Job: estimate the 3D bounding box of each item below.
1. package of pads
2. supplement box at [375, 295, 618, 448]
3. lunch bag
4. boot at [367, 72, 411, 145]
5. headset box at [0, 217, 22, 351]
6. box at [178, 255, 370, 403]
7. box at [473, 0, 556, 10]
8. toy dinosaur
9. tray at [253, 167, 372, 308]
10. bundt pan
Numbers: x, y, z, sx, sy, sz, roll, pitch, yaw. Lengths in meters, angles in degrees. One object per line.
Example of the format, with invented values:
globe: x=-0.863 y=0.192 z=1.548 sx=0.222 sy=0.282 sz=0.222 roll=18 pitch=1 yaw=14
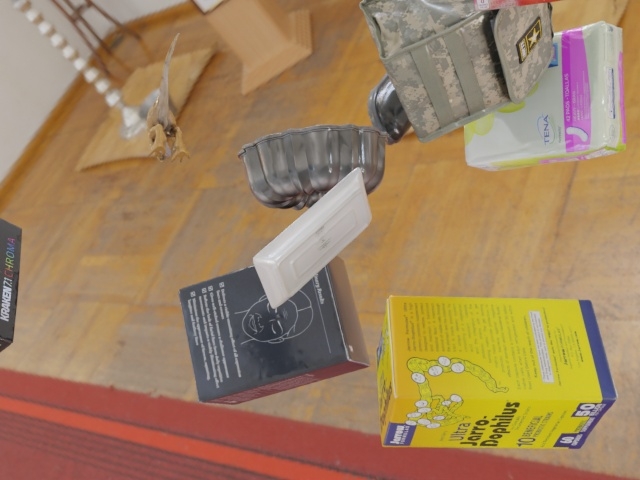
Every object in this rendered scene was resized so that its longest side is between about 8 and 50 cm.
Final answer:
package of pads: x=0.401 y=-0.250 z=1.445 sx=0.296 sy=0.101 sz=0.229 roll=-2 pitch=90 yaw=45
supplement box: x=0.284 y=0.229 z=1.355 sx=0.356 sy=0.194 sz=0.195 roll=1 pitch=52 yaw=-2
lunch bag: x=0.244 y=-0.322 z=1.279 sx=0.287 sy=0.235 sz=0.169 roll=-23 pitch=56 yaw=10
boot: x=0.353 y=-0.475 z=2.125 sx=0.445 sy=0.146 sz=0.367 roll=-26 pitch=31 yaw=35
headset box: x=-0.623 y=0.040 z=1.208 sx=0.131 sy=0.283 sz=0.246 roll=-34 pitch=46 yaw=23
box: x=-0.115 y=0.218 z=1.972 sx=0.395 sy=0.212 sz=0.294 roll=-18 pitch=72 yaw=14
box: x=0.325 y=-0.401 z=1.038 sx=0.257 sy=0.128 sz=0.123 roll=0 pitch=47 yaw=24
toy dinosaur: x=-0.226 y=-0.174 z=1.117 sx=0.211 sy=0.064 sz=0.112 roll=117 pitch=137 yaw=-54
tray: x=0.000 y=0.000 z=1.421 sx=0.030 sy=0.145 sz=0.270 roll=31 pitch=63 yaw=36
bundt pan: x=-0.010 y=-0.144 z=1.700 sx=0.331 sy=0.331 sz=0.124 roll=-12 pitch=80 yaw=37
